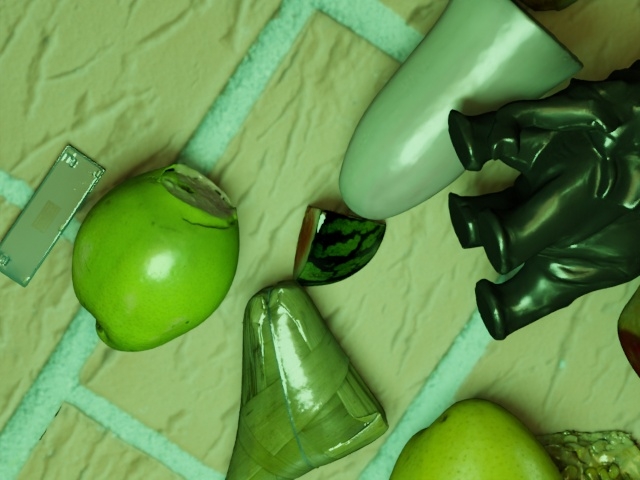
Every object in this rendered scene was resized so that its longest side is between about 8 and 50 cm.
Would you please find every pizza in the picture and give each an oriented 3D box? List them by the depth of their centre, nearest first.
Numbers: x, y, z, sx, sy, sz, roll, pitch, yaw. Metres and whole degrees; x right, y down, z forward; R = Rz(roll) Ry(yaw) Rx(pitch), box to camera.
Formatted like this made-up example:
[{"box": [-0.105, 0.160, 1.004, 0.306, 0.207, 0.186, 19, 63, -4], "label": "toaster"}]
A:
[{"box": [0.340, 0.302, 1.756, 0.147, 0.069, 0.226, -37, 96, 8], "label": "pizza"}]

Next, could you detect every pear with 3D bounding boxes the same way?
[{"box": [-0.196, 0.028, 1.681, 0.187, 0.187, 0.219, 39, 110, -4], "label": "pear"}, {"box": [0.176, 0.273, 1.695, 0.267, 0.267, 0.178, -5, 79, 2], "label": "pear"}]

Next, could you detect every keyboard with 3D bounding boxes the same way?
[{"box": [-0.329, -0.029, 1.753, 0.055, 0.014, 0.176, 35, 98, -4], "label": "keyboard"}]

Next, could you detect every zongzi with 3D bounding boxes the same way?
[{"box": [-0.077, 0.189, 1.735, 0.256, 0.115, 0.228, -30, 100, 14], "label": "zongzi"}]

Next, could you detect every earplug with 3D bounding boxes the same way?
[{"box": [0.134, -0.144, 1.658, 0.172, 0.172, 0.301, 41, 102, -4], "label": "earplug"}]

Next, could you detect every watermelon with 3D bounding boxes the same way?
[{"box": [0.000, 0.000, 1.728, 0.135, 0.125, 0.094, -45, 64, 25], "label": "watermelon"}]

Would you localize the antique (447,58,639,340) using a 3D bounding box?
[{"box": [0.280, -0.057, 1.598, 0.255, 0.185, 0.322, -16, 141, -5], "label": "antique"}]

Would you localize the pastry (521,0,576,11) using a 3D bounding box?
[{"box": [0.261, -0.336, 1.662, 0.153, 0.081, 0.153, 1, 98, 11], "label": "pastry"}]

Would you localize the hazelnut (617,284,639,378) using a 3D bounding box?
[{"box": [0.453, 0.097, 1.669, 0.212, 0.181, 0.181, -45, 74, -3], "label": "hazelnut"}]
